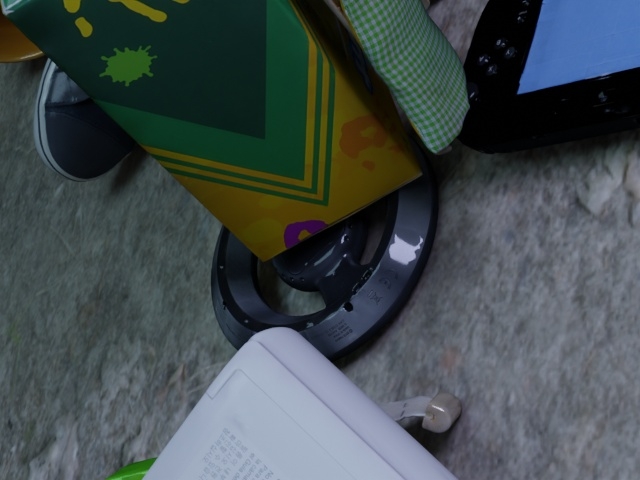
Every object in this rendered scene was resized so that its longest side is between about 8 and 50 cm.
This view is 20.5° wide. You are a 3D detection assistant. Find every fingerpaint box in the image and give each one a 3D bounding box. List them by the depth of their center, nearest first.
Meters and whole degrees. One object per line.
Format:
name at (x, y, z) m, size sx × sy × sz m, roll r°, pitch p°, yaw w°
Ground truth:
fingerpaint box at (-0.118, -0.265, 1.405) m, size 0.163 × 0.371 × 0.444 m, roll -29°, pitch 51°, yaw 12°

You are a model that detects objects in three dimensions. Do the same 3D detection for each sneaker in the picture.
sneaker at (-0.168, -0.200, 1.719) m, size 0.127 × 0.126 × 0.321 m, roll 22°, pitch 84°, yaw 58°

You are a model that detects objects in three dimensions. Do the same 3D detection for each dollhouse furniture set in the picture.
dollhouse furniture set at (0.079, -0.233, 1.346) m, size 0.151 × 0.197 × 0.301 m, roll -34°, pitch 26°, yaw 15°

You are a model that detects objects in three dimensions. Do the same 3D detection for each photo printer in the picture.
photo printer at (0.004, 0.248, 1.208) m, size 0.307 × 0.107 × 0.256 m, roll 40°, pitch 101°, yaw 28°

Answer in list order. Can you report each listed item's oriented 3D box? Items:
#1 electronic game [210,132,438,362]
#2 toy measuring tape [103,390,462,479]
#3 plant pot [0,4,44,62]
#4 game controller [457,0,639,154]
electronic game at (0.000, 0.000, 1.468) m, size 0.229 × 0.048 × 0.229 m, roll -21°, pitch 53°, yaw 30°
toy measuring tape at (-0.033, 0.205, 1.362) m, size 0.330 × 0.121 × 0.121 m, roll -16°, pitch 55°, yaw 23°
plant pot at (-0.349, -0.333, 1.968) m, size 0.205 × 0.205 × 0.188 m, roll -40°, pitch 28°, yaw 27°
game controller at (0.228, -0.154, 1.282) m, size 0.319 × 0.067 × 0.166 m, roll -9°, pitch 62°, yaw 46°
